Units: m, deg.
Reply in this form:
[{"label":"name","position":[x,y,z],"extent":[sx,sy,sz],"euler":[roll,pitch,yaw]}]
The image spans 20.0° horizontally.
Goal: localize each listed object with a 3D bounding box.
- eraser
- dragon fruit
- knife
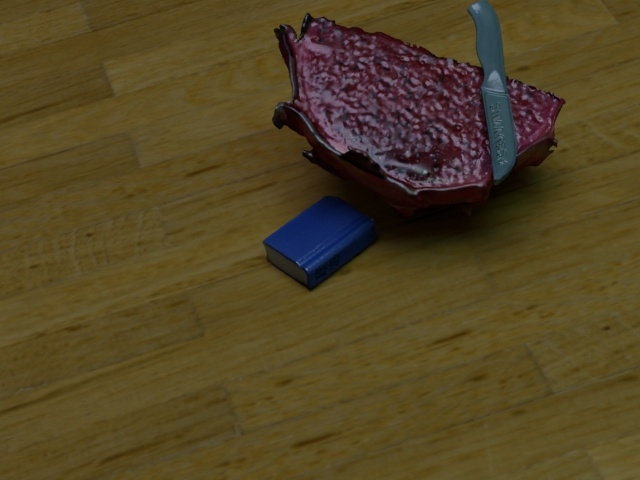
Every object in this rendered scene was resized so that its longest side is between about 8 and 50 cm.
[{"label":"eraser","position":[0.000,0.000,1.624],"extent":[0.085,0.027,0.063],"euler":[-36,46,-25]},{"label":"dragon fruit","position":[0.066,-0.083,1.628],"extent":[0.274,0.126,0.161],"euler":[19,53,6]},{"label":"knife","position":[0.152,-0.132,1.590],"extent":[0.028,0.015,0.210],"euler":[6,53,-14]}]
